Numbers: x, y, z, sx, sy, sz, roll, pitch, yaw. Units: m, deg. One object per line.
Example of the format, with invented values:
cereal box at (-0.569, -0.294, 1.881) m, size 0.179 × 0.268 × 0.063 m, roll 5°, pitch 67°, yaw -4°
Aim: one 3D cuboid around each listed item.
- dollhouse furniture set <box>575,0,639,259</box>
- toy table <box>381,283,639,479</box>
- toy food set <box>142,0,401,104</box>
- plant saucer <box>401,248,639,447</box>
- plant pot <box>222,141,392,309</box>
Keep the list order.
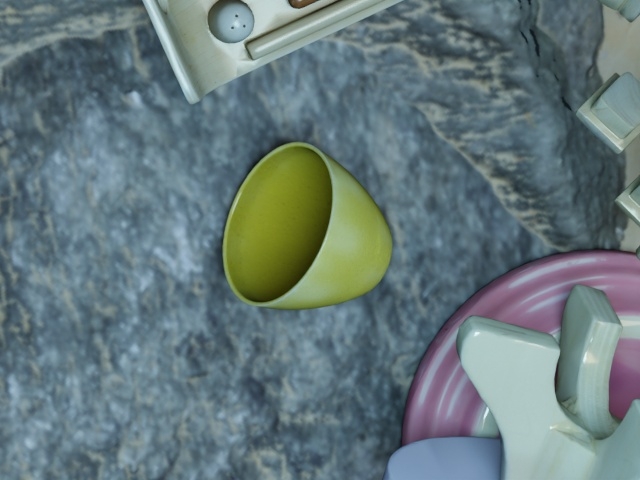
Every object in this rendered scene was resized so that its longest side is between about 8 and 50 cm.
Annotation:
dollhouse furniture set at (0.229, -0.204, 1.414) m, size 0.355 × 0.174 × 0.303 m, roll 44°, pitch 70°, yaw 5°
toy table at (0.199, 0.156, 1.332) m, size 0.274 × 0.252 × 0.161 m, roll 9°, pitch 114°, yaw -22°
toy food set at (-0.008, -0.267, 1.378) m, size 0.306 × 0.092 × 0.219 m, roll -25°, pitch 103°, yaw -5°
plant saucer at (0.236, 0.176, 1.495) m, size 0.332 × 0.084 × 0.332 m, roll -1°, pitch 100°, yaw -8°
plant pot at (0.000, 0.000, 1.416) m, size 0.095 × 0.134 × 0.134 m, roll 21°, pitch 96°, yaw -38°
